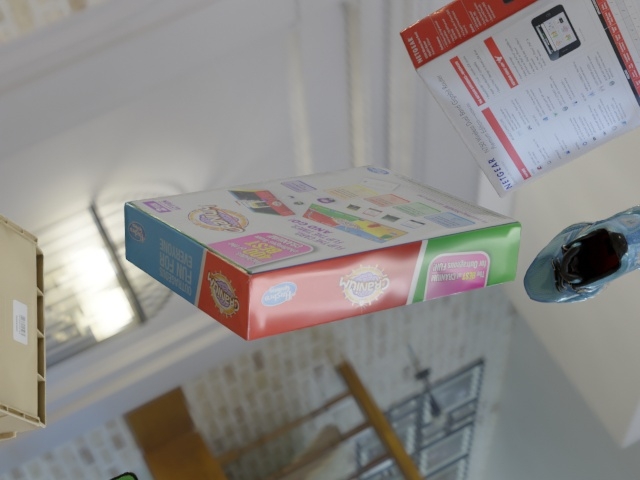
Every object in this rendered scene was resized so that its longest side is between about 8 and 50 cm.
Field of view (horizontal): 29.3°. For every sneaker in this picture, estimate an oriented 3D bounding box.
[{"bbox_3d":[0.211,0.013,0.993,0.162,0.073,0.063,-38,-109,56],"label":"sneaker"}]

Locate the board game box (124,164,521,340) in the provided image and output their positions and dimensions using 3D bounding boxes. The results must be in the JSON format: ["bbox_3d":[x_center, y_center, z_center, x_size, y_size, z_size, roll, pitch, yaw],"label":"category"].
[{"bbox_3d":[0.000,0.000,1.214,0.242,0.317,0.064,27,-59,51],"label":"board game box"}]

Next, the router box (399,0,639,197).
[{"bbox_3d":[0.315,-0.240,1.708,0.335,0.301,0.082,48,19,-49],"label":"router box"}]

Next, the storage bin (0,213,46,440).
[{"bbox_3d":[-0.447,0.093,1.494,0.260,0.123,0.262,46,34,-61],"label":"storage bin"}]

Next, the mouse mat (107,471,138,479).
[{"bbox_3d":[-0.252,0.327,1.212,0.007,0.190,0.152,59,9,-54],"label":"mouse mat"}]
